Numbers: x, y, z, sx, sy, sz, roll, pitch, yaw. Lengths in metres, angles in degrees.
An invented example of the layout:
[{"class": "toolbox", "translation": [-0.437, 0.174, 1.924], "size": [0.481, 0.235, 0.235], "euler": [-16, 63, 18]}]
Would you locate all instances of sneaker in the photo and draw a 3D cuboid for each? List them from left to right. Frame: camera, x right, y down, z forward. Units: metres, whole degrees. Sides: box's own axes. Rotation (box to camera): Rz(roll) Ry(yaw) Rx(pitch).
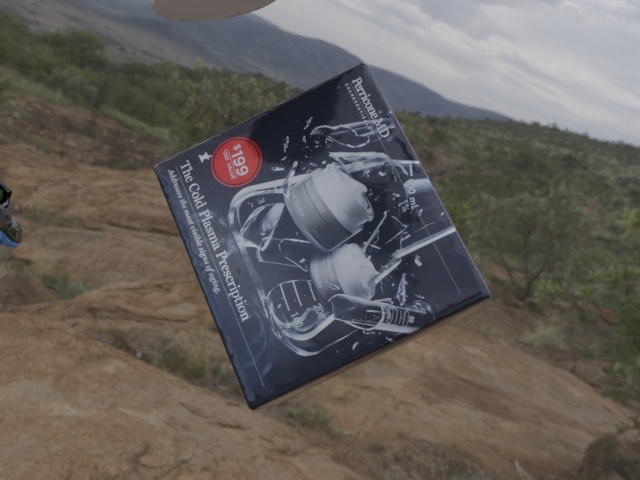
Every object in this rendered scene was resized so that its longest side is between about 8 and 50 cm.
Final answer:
[{"class": "sneaker", "translation": [-0.447, -0.038, 0.823], "size": [0.067, 0.078, 0.188], "euler": [22, -14, -9]}]

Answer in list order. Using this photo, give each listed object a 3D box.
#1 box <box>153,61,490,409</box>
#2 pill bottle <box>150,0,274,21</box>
[{"class": "box", "translation": [0.000, 0.000, 0.801], "size": [0.343, 0.312, 0.179], "euler": [64, 2, 15]}, {"class": "pill bottle", "translation": [-0.126, -0.382, 0.595], "size": [0.161, 0.283, 0.161], "euler": [-10, 6, 1]}]
